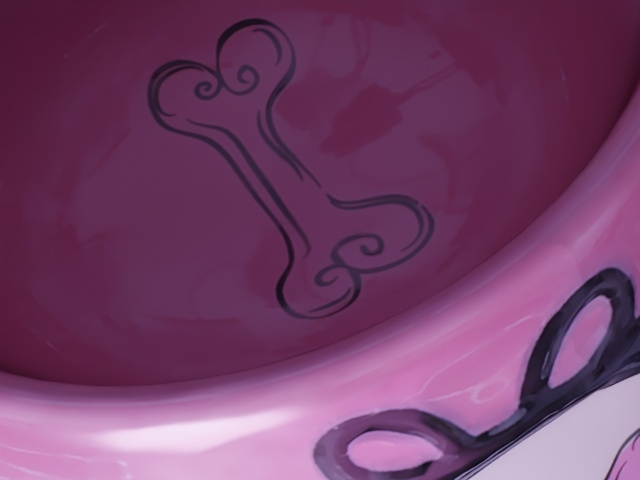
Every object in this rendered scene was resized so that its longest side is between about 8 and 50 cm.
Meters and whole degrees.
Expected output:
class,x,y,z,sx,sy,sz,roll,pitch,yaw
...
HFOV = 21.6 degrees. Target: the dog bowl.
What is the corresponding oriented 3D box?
class,x,y,z,sx,sy,sz,roll,pitch,yaw
dog bowl,-0.016,-0.039,0.622,0.408,0.408,0.150,-16,140,8
